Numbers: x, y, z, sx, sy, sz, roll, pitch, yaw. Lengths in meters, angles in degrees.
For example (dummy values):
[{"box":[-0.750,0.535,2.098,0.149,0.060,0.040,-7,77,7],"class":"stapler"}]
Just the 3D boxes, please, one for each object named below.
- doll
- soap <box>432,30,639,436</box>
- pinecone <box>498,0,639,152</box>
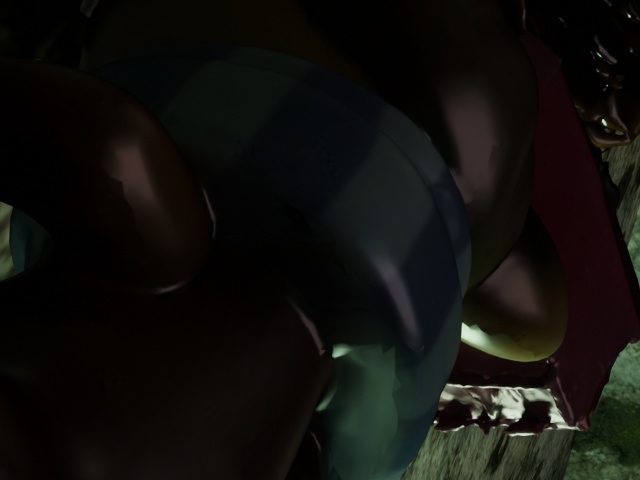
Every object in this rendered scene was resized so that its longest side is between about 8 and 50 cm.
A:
[{"box":[-0.071,0.011,0.490,0.340,0.209,0.318,-50,125,-34],"class":"doll"},{"box":[0.000,0.000,0.717,0.099,0.250,0.162,-54,130,-41],"class":"soap"},{"box":[0.102,-0.139,0.823,0.224,0.272,0.224,-15,113,-40],"class":"pinecone"}]
